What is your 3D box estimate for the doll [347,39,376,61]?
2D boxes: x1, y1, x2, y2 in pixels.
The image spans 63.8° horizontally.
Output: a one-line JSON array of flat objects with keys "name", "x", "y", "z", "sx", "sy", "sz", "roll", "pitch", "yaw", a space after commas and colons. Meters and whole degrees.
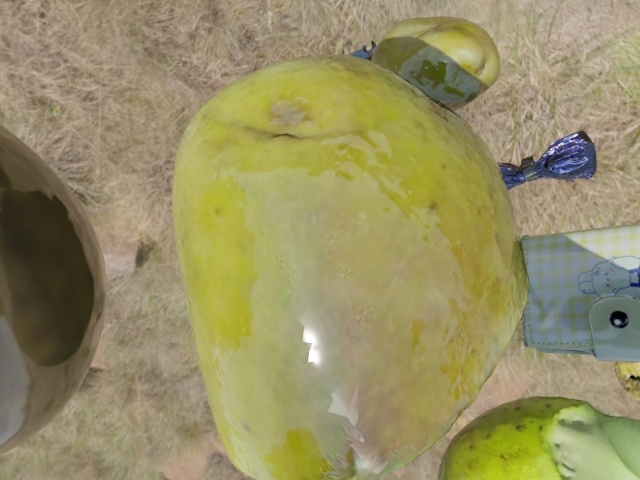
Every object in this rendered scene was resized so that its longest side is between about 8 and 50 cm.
[{"name": "doll", "x": 0.162, "y": -0.399, "z": 1.270, "sx": 0.140, "sy": 0.314, "sz": 0.177, "roll": 2, "pitch": 114, "yaw": -33}]

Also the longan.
[{"name": "longan", "x": -0.294, "y": 0.019, "z": 0.373, "sx": 0.243, "sy": 0.300, "sz": 0.301, "roll": -21, "pitch": 130, "yaw": -21}]

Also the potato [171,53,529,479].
[{"name": "potato", "x": 0.000, "y": 0.000, "z": 0.403, "sx": 0.330, "sy": 0.213, "sz": 0.280, "roll": -24, "pitch": 104, "yaw": 7}]

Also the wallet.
[{"name": "wallet", "x": 0.475, "y": 0.078, "z": 0.810, "sx": 0.309, "sy": 0.224, "sz": 0.077, "roll": -8, "pitch": 163, "yaw": 44}]

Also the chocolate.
[{"name": "chocolate", "x": 0.546, "y": -0.187, "z": 1.385, "sx": 0.342, "sy": 0.148, "sz": 0.126, "roll": -15, "pitch": 111, "yaw": 22}]

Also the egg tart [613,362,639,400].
[{"name": "egg tart", "x": 0.633, "y": 0.166, "z": 0.962, "sx": 0.094, "sy": 0.279, "sz": 0.279, "roll": 31, "pitch": 128, "yaw": 4}]

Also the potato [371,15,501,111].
[{"name": "potato", "x": 0.168, "y": -0.266, "z": 0.778, "sx": 0.137, "sy": 0.200, "sz": 0.155, "roll": 31, "pitch": 98, "yaw": -39}]

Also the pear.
[{"name": "pear", "x": 0.256, "y": 0.267, "z": 0.533, "sx": 0.281, "sy": 0.177, "sz": 0.287, "roll": 11, "pitch": 139, "yaw": 0}]
